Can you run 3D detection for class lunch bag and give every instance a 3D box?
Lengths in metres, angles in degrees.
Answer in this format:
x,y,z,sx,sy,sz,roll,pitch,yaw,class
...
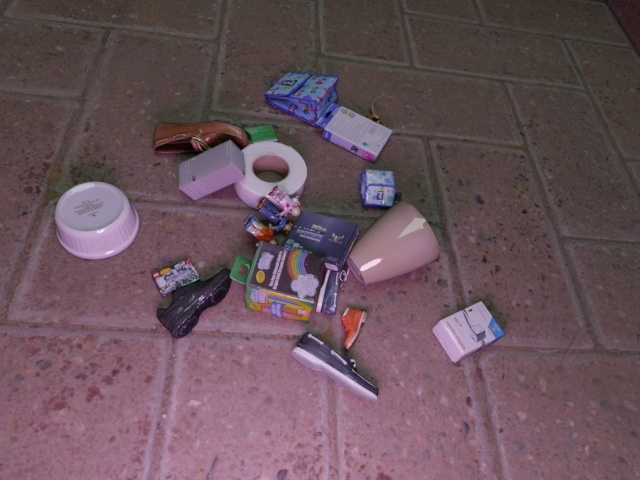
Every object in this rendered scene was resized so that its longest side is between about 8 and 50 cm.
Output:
x,y,z,sx,sy,sz,roll,pitch,yaw,class
-0.095,-0.670,2.156,0.293,0.138,0.221,20,55,18,lunch bag
0.231,-0.207,1.922,0.129,0.096,0.151,4,71,-12,lunch bag

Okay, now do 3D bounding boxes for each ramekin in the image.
x,y,z,sx,sy,sz,roll,pitch,yaw,class
-0.770,-0.080,1.618,0.273,0.127,0.272,5,57,-8,ramekin

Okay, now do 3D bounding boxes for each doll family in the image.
x,y,z,sx,sy,sz,roll,pitch,yaw,class
-0.175,-0.064,1.721,0.163,0.118,0.263,45,58,-19,doll family

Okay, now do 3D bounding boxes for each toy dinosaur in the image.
x,y,z,sx,sy,sz,roll,pitch,yaw,class
0.253,-0.573,2.191,0.112,0.064,0.211,-10,67,-38,toy dinosaur

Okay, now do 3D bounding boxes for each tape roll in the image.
x,y,z,sx,sy,sz,roll,pitch,yaw,class
-0.197,-0.255,1.860,0.287,0.100,0.286,5,56,-7,tape roll

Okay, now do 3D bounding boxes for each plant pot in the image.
x,y,z,sx,sy,sz,roll,pitch,yaw,class
0.236,0.034,1.693,0.274,0.256,0.256,-31,67,-9,plant pot

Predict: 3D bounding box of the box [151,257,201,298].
x,y,z,sx,sy,sz,roll,pitch,yaw,class
-0.487,0.127,1.598,0.137,0.027,0.094,-25,64,-24,box

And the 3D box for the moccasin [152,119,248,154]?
x,y,z,sx,sy,sz,roll,pitch,yaw,class
-0.472,-0.390,1.856,0.381,0.139,0.146,3,67,1,moccasin

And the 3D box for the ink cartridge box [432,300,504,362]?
x,y,z,sx,sy,sz,roll,pitch,yaw,class
0.510,0.315,1.637,0.191,0.082,0.139,-19,63,-23,ink cartridge box

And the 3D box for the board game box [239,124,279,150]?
x,y,z,sx,sy,sz,roll,pitch,yaw,class
-0.312,-0.416,1.987,0.260,0.030,0.136,-12,58,-18,board game box

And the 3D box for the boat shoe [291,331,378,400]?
x,y,z,sx,sy,sz,roll,pitch,yaw,class
0.058,0.390,1.480,0.303,0.114,0.091,30,63,8,boat shoe

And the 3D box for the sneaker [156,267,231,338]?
x,y,z,sx,sy,sz,roll,pitch,yaw,class
-0.407,0.178,1.538,0.130,0.109,0.286,33,55,18,sneaker

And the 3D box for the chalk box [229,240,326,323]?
x,y,z,sx,sy,sz,roll,pitch,yaw,class
-0.150,0.133,1.571,0.289,0.179,0.180,15,57,0,chalk box

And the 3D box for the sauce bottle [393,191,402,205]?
x,y,z,sx,sy,sz,roll,pitch,yaw,class
0.316,-0.139,1.921,0.042,0.042,0.128,10,53,-4,sauce bottle

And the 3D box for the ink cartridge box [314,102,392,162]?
x,y,z,sx,sy,sz,roll,pitch,yaw,class
0.144,-0.484,2.100,0.311,0.065,0.185,29,57,5,ink cartridge box

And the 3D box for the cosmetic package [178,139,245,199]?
x,y,z,sx,sy,sz,roll,pitch,yaw,class
-0.403,-0.260,1.760,0.238,0.107,0.127,-24,56,18,cosmetic package

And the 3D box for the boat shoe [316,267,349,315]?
x,y,z,sx,sy,sz,roll,pitch,yaw,class
0.050,0.140,1.653,0.079,0.095,0.254,15,57,1,boat shoe

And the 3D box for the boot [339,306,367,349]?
x,y,z,sx,sy,sz,roll,pitch,yaw,class
0.096,0.293,1.589,0.085,0.059,0.157,22,47,7,boot

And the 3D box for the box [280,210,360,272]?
x,y,z,sx,sy,sz,roll,pitch,yaw,class
0.000,0.000,1.664,0.233,0.059,0.183,16,59,24,box
